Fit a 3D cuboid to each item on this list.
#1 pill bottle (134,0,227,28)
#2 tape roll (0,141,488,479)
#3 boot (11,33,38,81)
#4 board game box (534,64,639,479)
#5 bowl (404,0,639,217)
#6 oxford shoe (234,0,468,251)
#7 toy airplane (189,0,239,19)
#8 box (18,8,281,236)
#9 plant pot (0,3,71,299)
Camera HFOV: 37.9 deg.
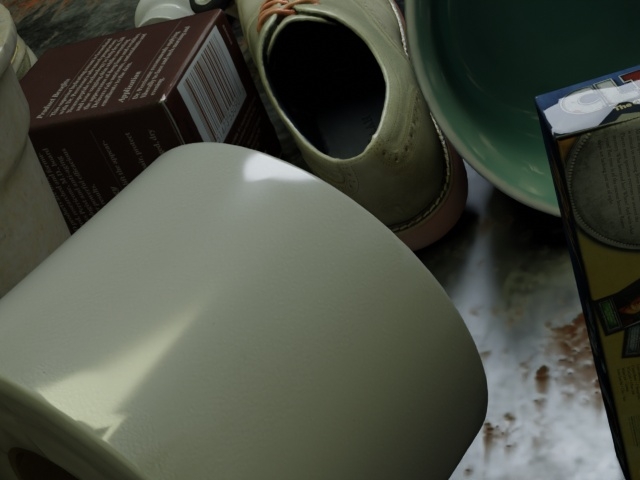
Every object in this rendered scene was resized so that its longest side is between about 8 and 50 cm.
[{"bbox_3d":[-0.178,-0.295,1.208,0.108,0.108,0.193,-11,36,16],"label":"pill bottle"},{"bbox_3d":[-0.057,0.094,0.498,0.246,0.246,0.169,10,47,38],"label":"tape roll"},{"bbox_3d":[-0.482,-0.234,1.213,0.095,0.203,0.262,-2,38,29],"label":"boot"},{"bbox_3d":[0.210,0.018,0.448,0.165,0.243,0.042,-16,34,9],"label":"board game box"},{"bbox_3d":[0.201,-0.182,0.713,0.312,0.311,0.163,-24,16,-1],"label":"bowl"},{"bbox_3d":[0.002,-0.177,0.801,0.140,0.146,0.397,-35,55,9],"label":"oxford shoe"},{"bbox_3d":[-0.013,-0.441,1.070,0.273,0.384,0.386,-8,34,38],"label":"toy airplane"},{"bbox_3d":[-0.171,-0.090,0.876,0.203,0.167,0.168,-7,38,22],"label":"box"},{"bbox_3d":[-0.287,0.055,0.627,0.334,0.305,0.333,-15,35,11],"label":"plant pot"}]
